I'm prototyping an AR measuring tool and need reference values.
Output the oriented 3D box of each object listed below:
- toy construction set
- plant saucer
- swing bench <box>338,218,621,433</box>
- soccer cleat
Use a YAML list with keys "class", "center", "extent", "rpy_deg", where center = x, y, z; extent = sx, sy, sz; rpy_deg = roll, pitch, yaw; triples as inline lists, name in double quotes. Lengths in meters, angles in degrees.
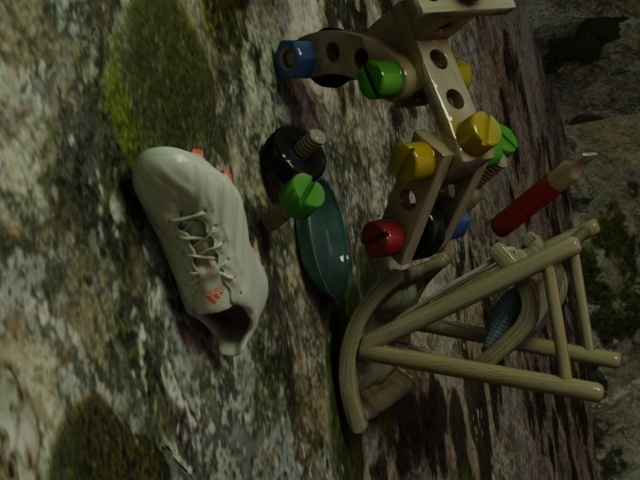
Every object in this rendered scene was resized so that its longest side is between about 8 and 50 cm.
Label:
- class: "toy construction set"
  center: [0.129, -0.125, 1.271]
  extent: [0.309, 0.237, 0.257]
  rpy_deg: [19, 48, -30]
- class: "plant saucer"
  center: [0.000, 0.000, 1.340]
  extent: [0.119, 0.021, 0.119]
  rpy_deg: [-9, 90, -73]
- class: "swing bench"
  center: [0.162, 0.083, 1.422]
  extent: [0.253, 0.255, 0.165]
  rpy_deg: [-15, 95, -74]
- class: "soccer cleat"
  center: [-0.081, 0.009, 0.994]
  extent: [0.196, 0.068, 0.076]
  rpy_deg: [64, 26, -50]
